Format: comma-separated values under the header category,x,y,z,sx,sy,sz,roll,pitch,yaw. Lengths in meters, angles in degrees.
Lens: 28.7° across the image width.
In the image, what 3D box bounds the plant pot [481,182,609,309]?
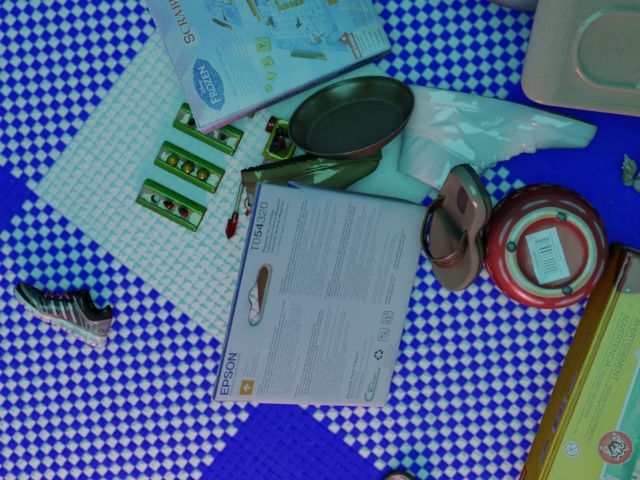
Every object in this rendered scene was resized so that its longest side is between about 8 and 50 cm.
category,x,y,z,sx,sy,sz,roll,pitch,yaw
plant pot,0.340,0.011,1.870,0.191,0.174,0.191,0,94,3

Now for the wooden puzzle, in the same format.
category,x,y,z,sx,sy,sz,roll,pitch,yaw
wooden puzzle,0.467,-0.325,1.686,0.348,0.080,0.322,8,113,-4

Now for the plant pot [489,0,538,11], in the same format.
category,x,y,z,sx,sy,sz,roll,pitch,yaw
plant pot,0.332,-0.445,1.802,0.196,0.293,0.293,35,97,-26

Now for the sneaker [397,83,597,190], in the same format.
category,x,y,z,sx,sy,sz,roll,pitch,yaw
sneaker,0.262,-0.132,1.904,0.292,0.108,0.169,12,97,14

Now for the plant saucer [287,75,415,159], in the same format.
category,x,y,z,sx,sy,sz,roll,pitch,yaw
plant saucer,0.049,-0.178,1.892,0.198,0.198,0.036,-14,128,6

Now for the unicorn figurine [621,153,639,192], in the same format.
category,x,y,z,sx,sy,sz,roll,pitch,yaw
unicorn figurine,0.530,-0.074,1.896,0.162,0.111,0.060,37,59,22

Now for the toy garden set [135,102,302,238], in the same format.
category,x,y,z,sx,sy,sz,roll,pitch,yaw
toy garden set,-0.151,-0.123,1.962,0.204,0.049,0.244,27,96,3

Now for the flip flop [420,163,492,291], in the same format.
category,x,y,z,sx,sy,sz,roll,pitch,yaw
flip flop,0.189,-0.011,1.846,0.080,0.277,0.112,-30,67,-17

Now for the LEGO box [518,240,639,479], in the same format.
category,x,y,z,sx,sy,sz,roll,pitch,yaw
LEGO box,0.530,0.298,1.862,0.372,0.193,0.500,21,96,3

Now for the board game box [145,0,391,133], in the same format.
category,x,y,z,sx,sy,sz,roll,pitch,yaw
board game box,-0.098,-0.369,1.905,0.318,0.066,0.319,-22,87,1

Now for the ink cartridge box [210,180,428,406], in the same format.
category,x,y,z,sx,sy,sz,roll,pitch,yaw
ink cartridge box,-0.007,0.082,1.859,0.330,0.071,0.324,8,98,-36

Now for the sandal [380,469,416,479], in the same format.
category,x,y,z,sx,sy,sz,roll,pitch,yaw
sandal,0.091,0.468,1.980,0.090,0.060,0.219,35,97,2

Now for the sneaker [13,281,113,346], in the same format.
category,x,y,z,sx,sy,sz,roll,pitch,yaw
sneaker,-0.404,0.100,1.996,0.170,0.063,0.075,29,97,-3

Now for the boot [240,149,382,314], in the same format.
category,x,y,z,sx,sy,sz,roll,pitch,yaw
boot,0.000,0.000,1.943,0.236,0.089,0.269,-12,103,-10
